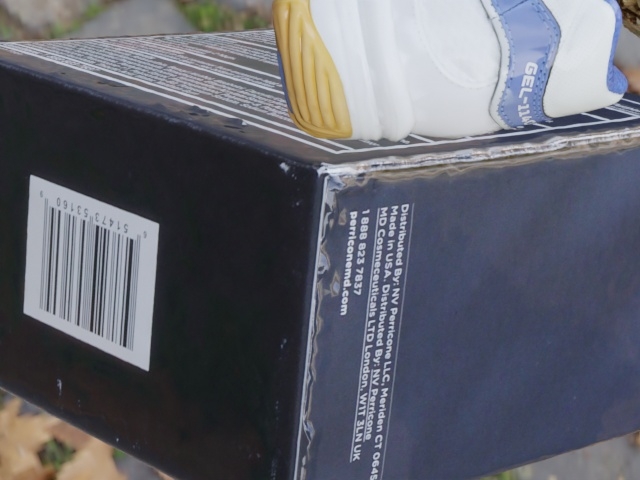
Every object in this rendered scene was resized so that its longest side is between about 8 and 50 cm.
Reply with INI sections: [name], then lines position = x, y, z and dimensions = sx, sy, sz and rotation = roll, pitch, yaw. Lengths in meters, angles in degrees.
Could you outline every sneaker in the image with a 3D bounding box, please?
[sneaker]
position = 0.069, -0.156, 0.743
dimensions = 0.131, 0.112, 0.296
rotation = 2, 59, 11

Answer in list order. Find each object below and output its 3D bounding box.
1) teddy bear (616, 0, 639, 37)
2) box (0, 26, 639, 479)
[teddy bear]
position = 0.249, -0.175, 1.275
dimensions = 0.245, 0.338, 0.113
rotation = 39, 100, 44
[box]
position = 0.000, 0.000, 1.020
dimensions = 0.294, 0.182, 0.296
rotation = -10, 22, -42
